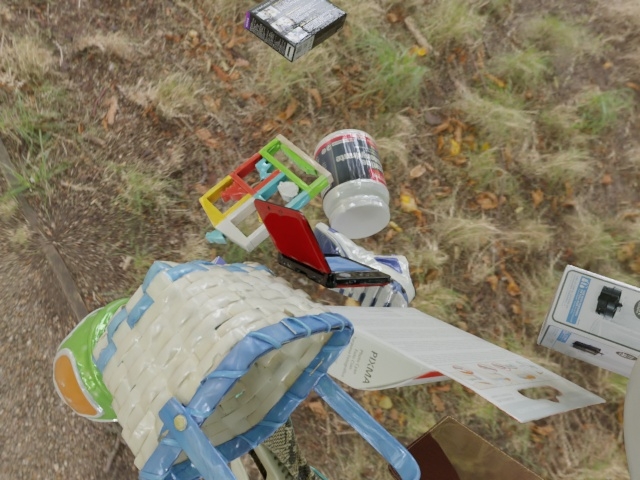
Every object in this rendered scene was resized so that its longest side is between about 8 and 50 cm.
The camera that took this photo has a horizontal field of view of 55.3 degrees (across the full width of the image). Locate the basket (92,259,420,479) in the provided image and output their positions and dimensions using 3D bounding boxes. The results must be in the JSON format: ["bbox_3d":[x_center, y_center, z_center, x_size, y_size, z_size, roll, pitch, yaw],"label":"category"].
[{"bbox_3d":[-0.049,0.155,0.583,0.201,0.289,0.254,-57,154,12],"label":"basket"}]

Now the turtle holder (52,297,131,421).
[{"bbox_3d":[-0.414,0.234,1.286,0.227,0.320,0.243,-25,118,22],"label":"turtle holder"}]

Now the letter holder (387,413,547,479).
[{"bbox_3d":[0.261,0.467,1.002,0.214,0.301,0.152,-17,127,-46],"label":"letter holder"}]

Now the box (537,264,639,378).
[{"bbox_3d":[0.459,0.142,0.835,0.289,0.169,0.087,20,76,19],"label":"box"}]

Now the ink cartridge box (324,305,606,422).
[{"bbox_3d":[0.195,0.206,0.953,0.308,0.384,0.091,9,101,-47],"label":"ink cartridge box"}]

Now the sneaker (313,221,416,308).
[{"bbox_3d":[0.118,0.078,1.557,0.182,0.315,0.128,-21,144,-56],"label":"sneaker"}]

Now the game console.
[{"bbox_3d":[0.000,0.000,0.716,0.124,0.144,0.085,-1,100,-27],"label":"game console"}]

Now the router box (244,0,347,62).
[{"bbox_3d":[-0.049,-0.457,1.267,0.133,0.046,0.179,39,56,10],"label":"router box"}]

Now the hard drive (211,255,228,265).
[{"bbox_3d":[-0.181,0.200,1.564,0.040,0.210,0.319,-40,104,19],"label":"hard drive"}]

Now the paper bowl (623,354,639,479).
[{"bbox_3d":[0.289,0.141,0.352,0.147,0.284,0.285,-6,93,0],"label":"paper bowl"}]

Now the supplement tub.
[{"bbox_3d":[0.091,-0.163,1.753,0.191,0.191,0.272,4,56,-24],"label":"supplement tub"}]

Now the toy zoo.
[{"bbox_3d":[-0.140,-0.098,1.365,0.293,0.192,0.030,-40,146,-12],"label":"toy zoo"}]

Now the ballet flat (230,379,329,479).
[{"bbox_3d":[-0.095,0.504,1.313,0.182,0.164,0.483,-52,130,-38],"label":"ballet flat"}]
